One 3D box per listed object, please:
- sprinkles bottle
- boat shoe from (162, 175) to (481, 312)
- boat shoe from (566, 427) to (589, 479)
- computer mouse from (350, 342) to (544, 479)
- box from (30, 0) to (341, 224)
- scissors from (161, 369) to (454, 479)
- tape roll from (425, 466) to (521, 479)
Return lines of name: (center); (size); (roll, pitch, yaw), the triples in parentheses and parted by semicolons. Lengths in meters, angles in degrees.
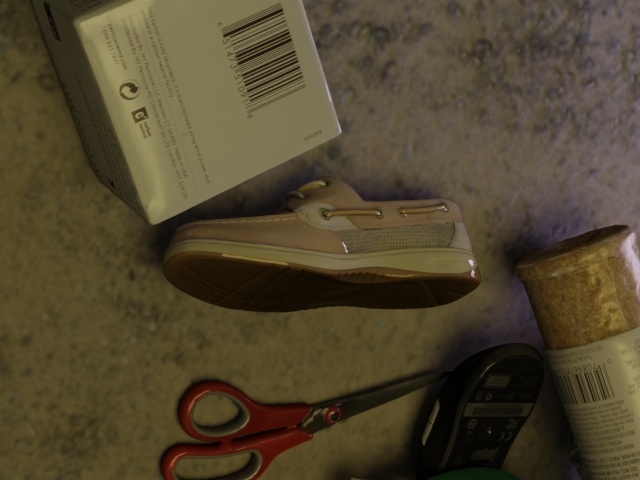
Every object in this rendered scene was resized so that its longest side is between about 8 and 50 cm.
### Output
sprinkles bottle: (0.295, 0.168, 1.578); (0.121, 0.121, 0.355); (-20, 93, -21)
boat shoe: (0.000, 0.000, 1.456); (0.302, 0.109, 0.098); (2, 67, -28)
boat shoe: (0.291, 0.204, 1.684); (0.088, 0.096, 0.268); (20, 100, -1)
computer mouse: (0.102, 0.201, 1.601); (0.184, 0.060, 0.262); (-1, 120, -32)
box: (-0.105, -0.140, 1.328); (0.182, 0.119, 0.181); (-27, 118, -17)
scissors: (-0.007, 0.174, 1.555); (0.297, 0.021, 0.109); (-2, 106, -29)
tape roll: (0.114, 0.373, 1.614); (0.321, 0.077, 0.321); (-21, 129, -28)
